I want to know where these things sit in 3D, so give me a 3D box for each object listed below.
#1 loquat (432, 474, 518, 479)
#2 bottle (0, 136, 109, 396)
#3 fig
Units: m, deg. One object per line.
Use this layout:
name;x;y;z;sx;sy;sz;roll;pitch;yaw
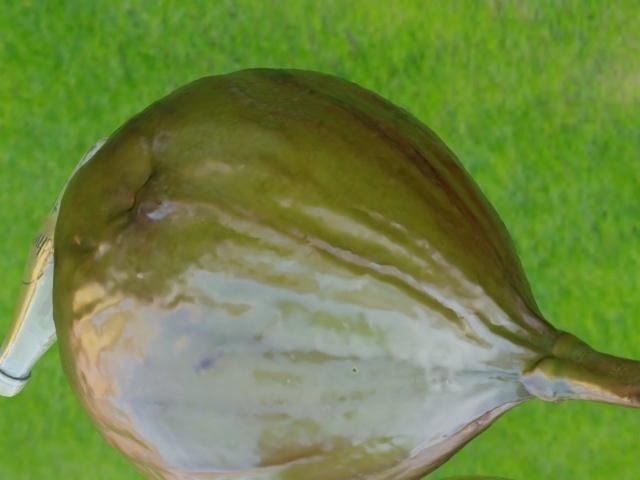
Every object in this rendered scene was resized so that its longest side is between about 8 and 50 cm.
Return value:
loquat;0.104;0.247;1.193;0.179;0.179;0.227;-16;172;28
bottle;-0.222;0.031;1.510;0.083;0.083;0.269;25;116;-20
fig;0.031;0.045;0.765;0.321;0.217;0.217;18;154;41
